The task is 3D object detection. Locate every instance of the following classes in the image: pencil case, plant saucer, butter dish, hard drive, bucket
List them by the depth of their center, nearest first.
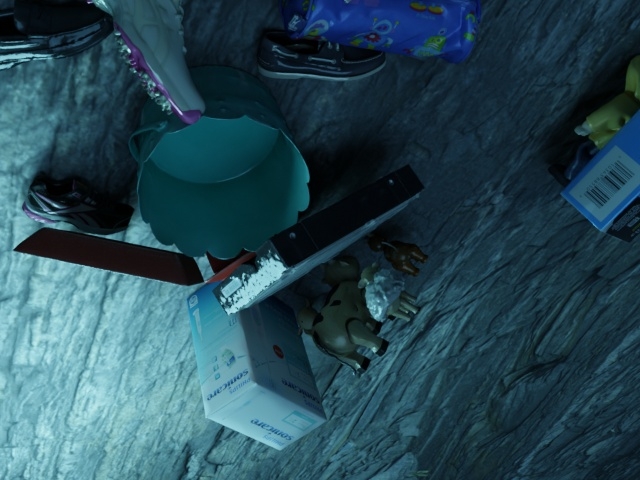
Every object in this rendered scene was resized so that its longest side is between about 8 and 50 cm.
[{"bbox_3d":[0.092,-0.339,1.055,0.306,0.119,0.133,2,173,-22],"label":"pencil case"},{"bbox_3d":[-0.163,-0.126,1.134,0.281,0.183,0.281,-9,134,-10],"label":"bucket"},{"bbox_3d":[-0.323,0.025,1.166,0.259,0.258,0.047,12,87,-3],"label":"plant saucer"},{"bbox_3d":[0.000,0.000,1.224,0.339,0.064,0.237,-31,175,-39],"label":"hard drive"},{"bbox_3d":[-0.149,-0.005,1.311,0.160,0.118,0.160,-31,176,12],"label":"butter dish"}]

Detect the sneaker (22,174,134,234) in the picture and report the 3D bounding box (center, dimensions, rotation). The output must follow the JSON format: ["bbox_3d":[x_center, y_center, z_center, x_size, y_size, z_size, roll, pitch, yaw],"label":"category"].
[{"bbox_3d":[-0.398,-0.063,1.195,0.178,0.072,0.077,7,128,-26],"label":"sneaker"}]

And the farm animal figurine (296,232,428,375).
[{"bbox_3d":[0.048,0.126,1.407,0.172,0.326,0.330,32,116,-6],"label":"farm animal figurine"}]

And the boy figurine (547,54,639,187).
[{"bbox_3d":[0.549,-0.217,1.348,0.177,0.092,0.285,-2,132,-35],"label":"boy figurine"}]

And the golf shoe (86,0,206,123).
[{"bbox_3d":[-0.218,-0.302,0.929,0.140,0.115,0.306,-34,105,-11],"label":"golf shoe"}]

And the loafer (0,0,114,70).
[{"bbox_3d":[-0.391,-0.289,0.975,0.223,0.076,0.078,-14,144,-1],"label":"loafer"}]

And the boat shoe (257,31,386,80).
[{"bbox_3d":[0.005,-0.292,1.109,0.206,0.075,0.065,-4,137,-9],"label":"boat shoe"}]

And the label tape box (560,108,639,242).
[{"bbox_3d":[0.627,-0.122,1.363,0.249,0.115,0.348,-50,148,19],"label":"label tape box"}]

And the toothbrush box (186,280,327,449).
[{"bbox_3d":[-0.130,0.230,1.407,0.126,0.295,0.216,-36,132,16],"label":"toothbrush box"}]
